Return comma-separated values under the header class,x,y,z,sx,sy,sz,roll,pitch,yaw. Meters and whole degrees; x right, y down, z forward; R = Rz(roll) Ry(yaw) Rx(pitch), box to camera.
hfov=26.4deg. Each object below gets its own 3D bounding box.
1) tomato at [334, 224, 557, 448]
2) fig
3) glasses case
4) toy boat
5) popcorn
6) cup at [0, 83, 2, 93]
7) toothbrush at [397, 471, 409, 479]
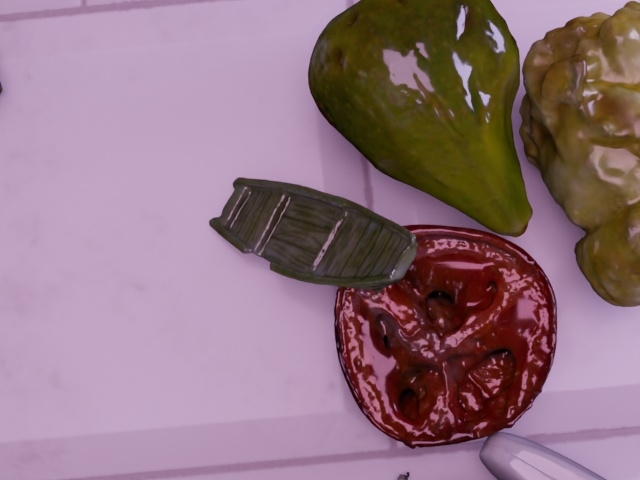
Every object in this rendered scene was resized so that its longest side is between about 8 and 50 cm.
class,x,y,z,sx,sy,sz,roll,pitch,yaw
tomato,0.120,0.091,1.353,0.228,0.101,0.228,-1,85,8
fig,0.116,-0.119,1.334,0.206,0.206,0.275,-27,82,-3
glasses case,0.260,0.257,1.321,0.233,0.092,0.059,31,81,5
toy boat,0.000,0.000,1.318,0.055,0.293,0.093,37,78,-38
popcorn,0.327,-0.094,1.340,0.225,0.174,0.286,-19,81,-9
cup,-0.388,-0.173,1.430,0.100,0.078,0.077,-30,84,31
toothbrush,0.086,0.377,1.340,0.028,0.026,0.294,-1,81,17
